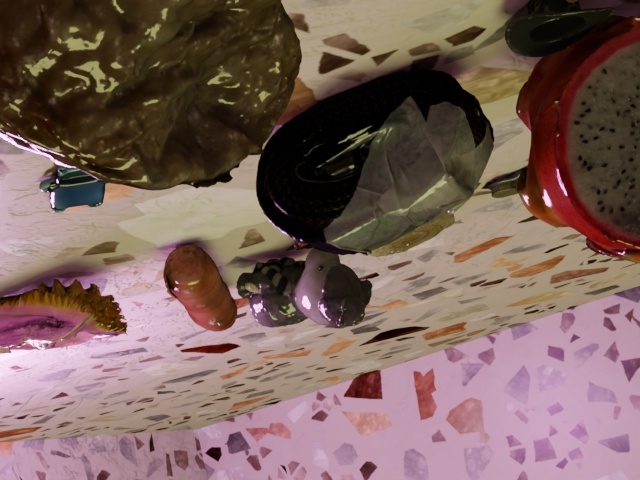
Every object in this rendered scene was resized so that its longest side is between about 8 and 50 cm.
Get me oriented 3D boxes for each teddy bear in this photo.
[{"bbox_3d":[0.000,0.080,1.900,0.251,0.144,0.171,-3,-176,32],"label":"teddy bear"}]

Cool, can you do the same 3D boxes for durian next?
[{"bbox_3d":[-0.461,0.127,1.771,0.341,0.112,0.191,-12,176,25],"label":"durian"}]

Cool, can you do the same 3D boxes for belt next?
[{"bbox_3d":[0.063,-0.095,1.296,0.289,0.184,0.164,-25,157,18],"label":"belt"}]

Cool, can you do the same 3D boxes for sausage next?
[{"bbox_3d":[-0.208,0.097,1.900,0.094,0.094,0.419,8,166,3],"label":"sausage"}]

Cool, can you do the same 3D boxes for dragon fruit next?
[{"bbox_3d":[0.375,-0.125,1.291,0.305,0.305,0.226,-11,-173,-10],"label":"dragon fruit"}]

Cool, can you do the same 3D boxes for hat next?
[{"bbox_3d":[0.259,-0.247,1.166,0.121,0.050,0.121,-9,167,-2],"label":"hat"}]

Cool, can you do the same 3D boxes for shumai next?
[{"bbox_3d":[-0.133,-0.206,0.854,0.346,0.217,0.283,-18,139,-43],"label":"shumai"}]

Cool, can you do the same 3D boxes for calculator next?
[{"bbox_3d":[-0.309,-0.069,1.355,0.094,0.019,0.141,-10,163,-17],"label":"calculator"}]

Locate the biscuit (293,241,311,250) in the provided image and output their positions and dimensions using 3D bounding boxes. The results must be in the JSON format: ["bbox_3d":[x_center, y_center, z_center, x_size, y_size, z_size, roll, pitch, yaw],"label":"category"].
[{"bbox_3d":[0.000,0.000,1.883,0.082,0.016,0.092,-21,170,36],"label":"biscuit"}]

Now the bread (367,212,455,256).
[{"bbox_3d":[0.113,-0.064,1.519,0.134,0.141,0.148,-10,165,-10],"label":"bread"}]

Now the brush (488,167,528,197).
[{"bbox_3d":[0.388,-0.128,1.754,0.266,0.027,0.062,-27,161,39],"label":"brush"}]

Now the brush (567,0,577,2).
[{"bbox_3d":[0.354,-0.303,1.014,0.301,0.084,0.071,-18,164,-6],"label":"brush"}]
